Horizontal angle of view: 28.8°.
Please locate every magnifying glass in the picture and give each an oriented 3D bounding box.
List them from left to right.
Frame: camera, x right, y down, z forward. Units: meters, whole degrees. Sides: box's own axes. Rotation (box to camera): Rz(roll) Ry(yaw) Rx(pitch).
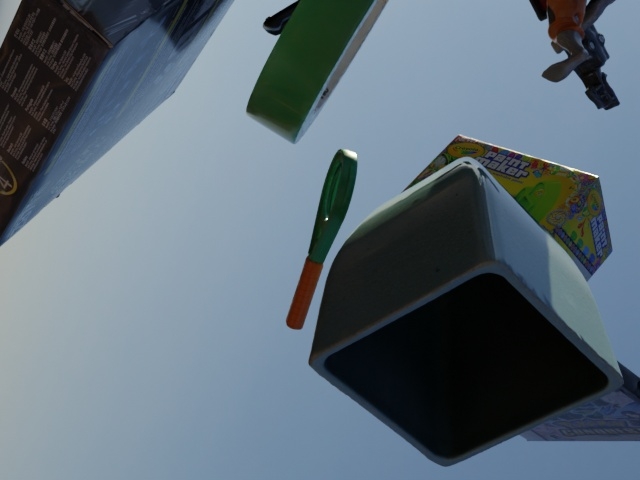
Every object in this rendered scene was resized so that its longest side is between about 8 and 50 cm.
[{"bbox_3d":[0.000,0.000,1.497,0.092,0.026,0.230,-107,-148,-68],"label":"magnifying glass"}]

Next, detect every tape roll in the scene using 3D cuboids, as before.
[{"bbox_3d":[0.019,-0.276,1.583,0.321,0.077,0.321,-58,180,-1],"label":"tape roll"}]

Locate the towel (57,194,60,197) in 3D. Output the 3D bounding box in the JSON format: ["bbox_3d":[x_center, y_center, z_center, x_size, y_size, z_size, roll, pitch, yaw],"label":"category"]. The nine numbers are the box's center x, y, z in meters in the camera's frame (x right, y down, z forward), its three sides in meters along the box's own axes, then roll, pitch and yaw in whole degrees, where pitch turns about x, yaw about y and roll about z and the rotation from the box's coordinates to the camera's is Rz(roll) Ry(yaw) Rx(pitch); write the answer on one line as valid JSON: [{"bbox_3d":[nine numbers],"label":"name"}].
[{"bbox_3d":[-0.439,-0.139,1.569,0.199,0.275,0.031,-57,-143,41],"label":"towel"}]

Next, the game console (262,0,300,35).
[{"bbox_3d":[0.052,-0.481,2.258,0.361,0.044,0.213,-32,176,-2],"label":"game console"}]

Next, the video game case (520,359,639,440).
[{"bbox_3d":[0.343,0.227,1.730,0.275,0.248,0.035,-8,-120,41],"label":"video game case"}]

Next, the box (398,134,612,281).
[{"bbox_3d":[0.277,0.005,2.064,0.290,0.177,0.279,21,-124,39],"label":"box"}]

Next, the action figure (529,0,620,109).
[{"bbox_3d":[0.386,-0.343,1.791,0.179,0.341,0.330,-25,-165,33],"label":"action figure"}]

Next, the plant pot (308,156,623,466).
[{"bbox_3d":[0.159,0.056,1.405,0.248,0.247,0.252,-31,-145,28],"label":"plant pot"}]

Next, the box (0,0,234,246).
[{"bbox_3d":[-0.193,-0.188,1.197,0.318,0.097,0.395,-52,-175,-36],"label":"box"}]
